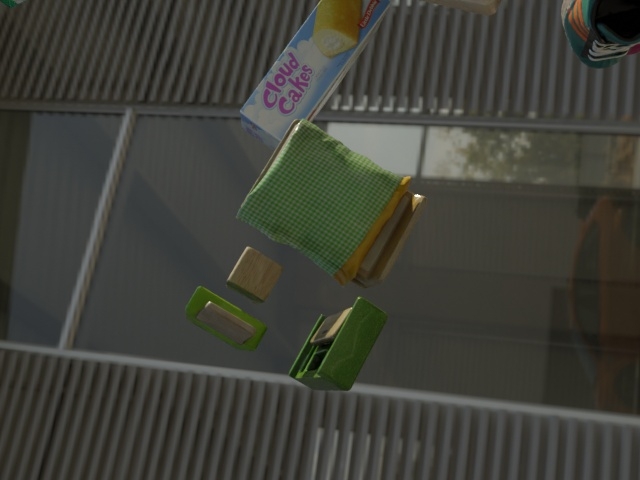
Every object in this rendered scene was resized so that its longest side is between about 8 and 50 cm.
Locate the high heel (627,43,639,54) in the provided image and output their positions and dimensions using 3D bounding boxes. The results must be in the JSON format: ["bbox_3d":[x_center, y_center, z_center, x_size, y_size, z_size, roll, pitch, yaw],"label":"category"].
[{"bbox_3d":[0.505,-0.334,1.392,0.082,0.244,0.117,-68,-25,-17],"label":"high heel"}]

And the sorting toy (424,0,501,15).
[{"bbox_3d":[0.146,-0.441,1.190,0.256,0.257,0.089,-64,-26,-12],"label":"sorting toy"}]

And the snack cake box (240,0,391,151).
[{"bbox_3d":[-0.011,-0.261,1.413,0.264,0.089,0.152,-55,3,-4],"label":"snack cake box"}]

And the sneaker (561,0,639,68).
[{"bbox_3d":[0.387,-0.294,1.245,0.302,0.108,0.121,60,-157,-67],"label":"sneaker"}]

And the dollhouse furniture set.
[{"bbox_3d":[0.000,0.000,1.097,0.302,0.197,0.151,-61,7,-17],"label":"dollhouse furniture set"}]

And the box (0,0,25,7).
[{"bbox_3d":[-0.411,-0.430,1.339,0.043,0.105,0.179,29,-124,-50],"label":"box"}]
